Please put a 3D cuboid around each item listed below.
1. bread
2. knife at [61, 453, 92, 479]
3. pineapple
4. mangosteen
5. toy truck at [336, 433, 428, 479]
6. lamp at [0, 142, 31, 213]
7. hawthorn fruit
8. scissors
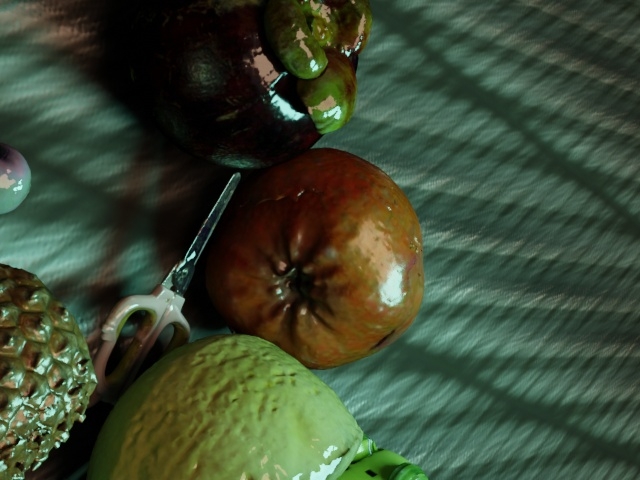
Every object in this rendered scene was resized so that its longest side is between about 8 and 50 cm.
[{"bbox_3d":[-0.113,0.262,1.398,0.320,0.237,0.320,-41,156,-23],"label":"bread"},{"bbox_3d":[-0.227,0.225,1.431,0.015,0.028,0.210,43,47,9],"label":"knife"},{"bbox_3d":[-0.353,0.172,1.103,0.362,0.202,0.202,-52,129,-54],"label":"pineapple"},{"bbox_3d":[-0.075,-0.214,1.405,0.288,0.288,0.288,-1,91,-50],"label":"mangosteen"},{"bbox_3d":[0.042,0.384,1.675,0.187,0.148,0.211,-4,115,-47],"label":"toy truck"},{"bbox_3d":[-0.414,-0.039,1.046,0.247,0.247,0.301,33,57,-3],"label":"lamp"},{"bbox_3d":[0.000,0.000,1.541,0.307,0.276,0.276,-77,147,-58],"label":"hawthorn fruit"},{"bbox_3d":[-0.171,0.058,1.412,0.318,0.024,0.160,-61,149,-5],"label":"scissors"}]
